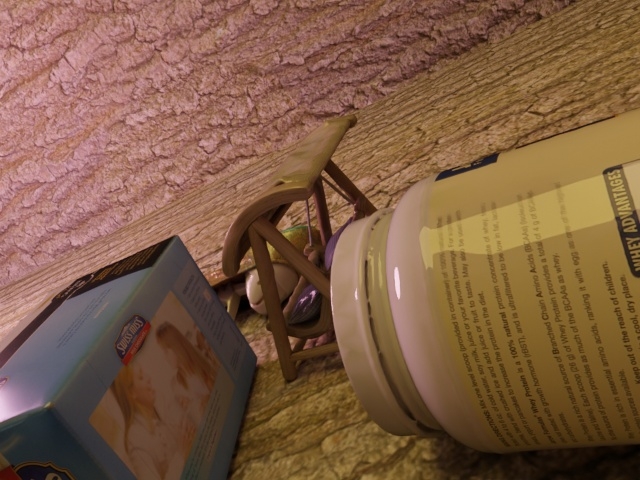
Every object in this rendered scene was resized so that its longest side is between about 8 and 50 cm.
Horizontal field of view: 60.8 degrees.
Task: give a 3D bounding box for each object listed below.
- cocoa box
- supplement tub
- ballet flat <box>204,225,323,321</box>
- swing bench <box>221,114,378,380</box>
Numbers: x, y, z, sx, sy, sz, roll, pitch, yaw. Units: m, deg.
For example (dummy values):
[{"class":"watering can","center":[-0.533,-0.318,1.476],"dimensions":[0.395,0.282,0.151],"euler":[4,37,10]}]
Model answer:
[{"class":"cocoa box","center":[-0.243,0.189,0.622],"dimensions":[0.228,0.231,0.347],"euler":[-24,20,13]},{"class":"supplement tub","center":[0.196,0.036,0.422],"dimensions":[0.325,0.235,0.235],"euler":[-16,23,28]},{"class":"ballet flat","center":[-0.138,0.092,0.930],"dimensions":[0.349,0.123,0.123],"euler":[-23,20,11]},{"class":"swing bench","center":[0.000,0.000,0.736],"dimensions":[0.165,0.254,0.253],"euler":[-18,22,26]}]
